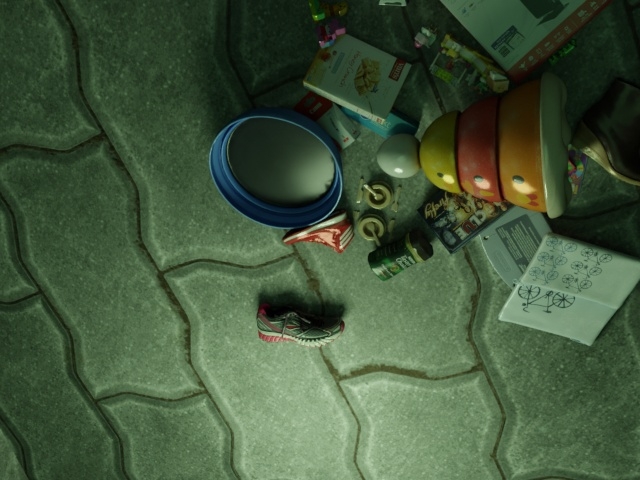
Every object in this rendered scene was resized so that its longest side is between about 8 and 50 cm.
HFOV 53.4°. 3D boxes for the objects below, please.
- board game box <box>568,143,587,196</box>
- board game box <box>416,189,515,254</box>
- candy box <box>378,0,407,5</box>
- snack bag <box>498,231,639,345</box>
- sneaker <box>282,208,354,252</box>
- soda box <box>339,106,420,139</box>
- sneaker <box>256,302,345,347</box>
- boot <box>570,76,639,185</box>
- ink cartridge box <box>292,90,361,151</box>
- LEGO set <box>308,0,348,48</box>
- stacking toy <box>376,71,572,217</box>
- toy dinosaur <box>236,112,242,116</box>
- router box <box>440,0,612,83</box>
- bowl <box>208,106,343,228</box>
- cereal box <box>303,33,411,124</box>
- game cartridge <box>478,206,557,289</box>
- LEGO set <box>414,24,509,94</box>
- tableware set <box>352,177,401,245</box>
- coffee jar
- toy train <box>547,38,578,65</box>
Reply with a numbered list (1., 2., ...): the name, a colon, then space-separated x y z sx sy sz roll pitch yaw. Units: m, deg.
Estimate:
1. board game box: 0.643 -0.180 1.717 0.133 0.033 0.168 8 117 10
2. board game box: 0.411 -0.097 1.775 0.243 0.042 0.165 -42 76 27
3. candy box: 0.185 -0.672 1.518 0.070 0.165 0.196 5 116 9
4. snack bag: 0.708 0.149 1.807 0.323 0.037 0.342 16 125 -7
5. sneaker: 0.000 0.000 1.933 0.221 0.087 0.128 -20 108 23
6. soda box: 0.163 -0.337 1.739 0.210 0.067 0.071 30 118 -2
7. sneaker: -0.069 0.270 2.060 0.299 0.121 0.112 0 113 14
8. boot: 0.783 -0.267 1.595 0.248 0.090 0.207 33 130 5
9. ink cartridge box: 0.008 -0.323 1.761 0.179 0.045 0.145 43 148 -11
10. LEGO set: 0.026 -0.584 1.630 0.093 0.087 0.227 -15 68 5
11. stacking toy: 0.378 -0.221 1.616 0.480 0.350 0.350 -2 115 24
12. toy dinosaur: -0.185 -0.303 1.847 0.268 0.064 0.118 2 130 12
13. router box: 0.501 -0.602 1.521 0.301 0.082 0.335 43 117 -9
14. bowl: -0.122 -0.205 1.816 0.391 0.077 0.391 8 133 9
15. cereal box: 0.096 -0.433 1.673 0.240 0.047 0.173 25 82 1
16. game cartridge: 0.579 0.020 1.819 0.198 0.062 0.297 -27 106 28
17. LEGO set: 0.356 -0.423 1.593 0.287 0.132 0.107 46 123 27
18. tableware set: 0.159 -0.082 1.879 0.128 0.039 0.194 13 118 8
19. coffee jar: 0.239 0.043 1.893 0.184 0.079 0.096 -30 123 24
20. toy train: 0.608 -0.471 1.595 0.083 0.017 0.024 -38 111 26
